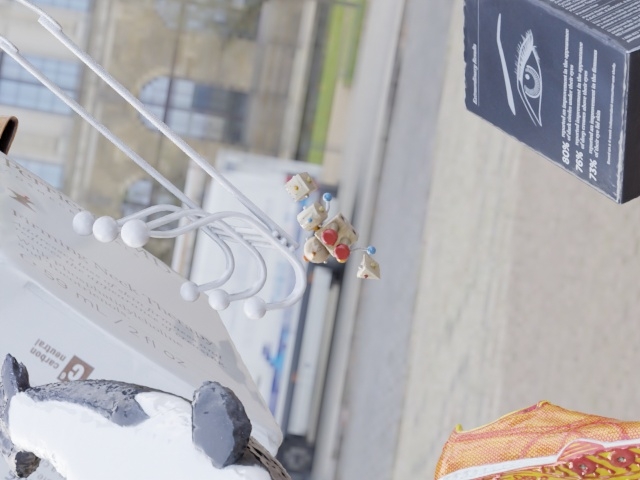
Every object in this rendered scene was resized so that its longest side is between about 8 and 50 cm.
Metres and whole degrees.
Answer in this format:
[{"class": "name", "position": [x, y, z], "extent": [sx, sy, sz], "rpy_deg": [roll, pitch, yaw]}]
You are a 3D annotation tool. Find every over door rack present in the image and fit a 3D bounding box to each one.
[{"class": "over door rack", "position": [-0.164, -0.070, 1.302], "extent": [0.108, 0.324, 0.239], "rpy_deg": [-40, 14, -13]}]

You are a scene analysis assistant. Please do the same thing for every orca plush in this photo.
[{"class": "orca plush", "position": [-0.077, 0.153, 0.939], "extent": [0.287, 0.102, 0.151], "rpy_deg": [5, 84, 44]}]

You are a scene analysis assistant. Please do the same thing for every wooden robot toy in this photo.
[{"class": "wooden robot toy", "position": [0.000, 0.000, 2.135], "extent": [0.079, 0.173, 0.076], "rpy_deg": [-36, 9, 25]}]

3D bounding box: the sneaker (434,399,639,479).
[{"class": "sneaker", "position": [0.140, 0.116, 0.931], "extent": [0.064, 0.175, 0.067], "rpy_deg": [52, -137, -35]}]

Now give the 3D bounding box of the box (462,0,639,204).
[{"class": "box", "position": [0.222, -0.152, 1.380], "extent": [0.207, 0.108, 0.153], "rpy_deg": [39, 145, 41]}]

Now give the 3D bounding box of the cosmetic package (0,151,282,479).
[{"class": "cosmetic package", "position": [-0.292, 0.160, 1.611], "extent": [0.327, 0.329, 0.393], "rpy_deg": [-52, 22, 6]}]

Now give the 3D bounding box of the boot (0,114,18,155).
[{"class": "boot", "position": [-0.488, -0.163, 1.994], "extent": [0.096, 0.280, 0.264], "rpy_deg": [44, -118, -53]}]
